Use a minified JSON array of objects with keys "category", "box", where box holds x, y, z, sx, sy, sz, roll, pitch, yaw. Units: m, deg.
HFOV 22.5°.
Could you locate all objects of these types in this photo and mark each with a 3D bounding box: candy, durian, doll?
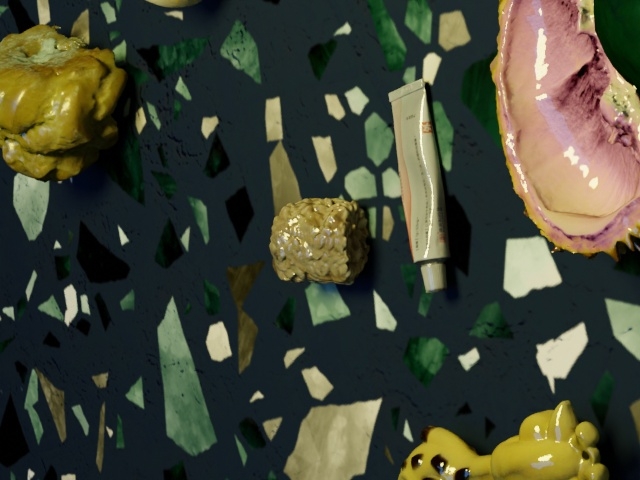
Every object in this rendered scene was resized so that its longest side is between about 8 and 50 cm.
[{"category":"candy","box":[0.000,0.000,1.741,0.110,0.085,0.095,11,113,37]},{"category":"durian","box":[0.242,-0.125,1.413,0.191,0.112,0.341,-51,50,52]},{"category":"doll","box":[0.173,0.223,1.564,0.291,0.086,0.117,-24,82,51]}]

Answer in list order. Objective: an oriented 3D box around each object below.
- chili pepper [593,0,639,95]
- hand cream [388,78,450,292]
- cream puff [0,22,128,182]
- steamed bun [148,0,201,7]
[{"category":"chili pepper","box":[0.341,-0.197,1.198,0.256,0.233,0.249,29,102,53]},{"category":"hand cream","box":[0.102,-0.053,1.645,0.052,0.038,0.216,-10,82,26]},{"category":"cream puff","box":[-0.352,-0.163,2.057,0.221,0.194,0.195,31,119,48]},{"category":"steamed bun","box":[-0.202,-0.405,1.844,0.250,0.154,0.200,51,132,27]}]
